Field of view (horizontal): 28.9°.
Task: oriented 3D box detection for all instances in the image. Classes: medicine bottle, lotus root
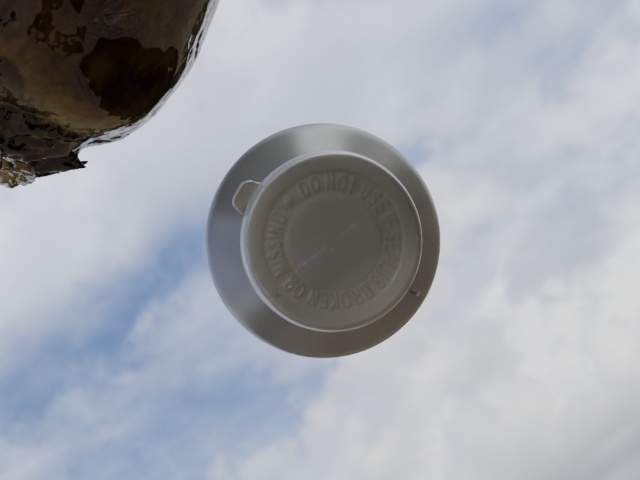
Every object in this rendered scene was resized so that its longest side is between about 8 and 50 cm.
[{"bbox_3d":[0.000,0.000,0.731,0.135,0.135,0.215,-47,2,-2],"label":"medicine bottle"},{"bbox_3d":[-0.130,-0.169,0.715,0.169,0.141,0.314,31,-100,-57],"label":"lotus root"}]
